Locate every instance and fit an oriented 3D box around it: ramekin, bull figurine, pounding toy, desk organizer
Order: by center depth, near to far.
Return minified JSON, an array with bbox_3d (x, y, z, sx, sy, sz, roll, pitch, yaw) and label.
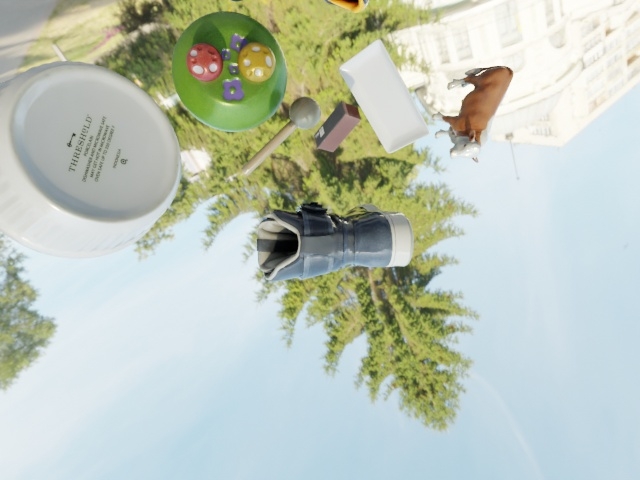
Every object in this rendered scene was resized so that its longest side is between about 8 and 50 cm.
[{"bbox_3d":[-0.322,-0.114,0.602,0.127,0.273,0.273,-11,-149,43],"label":"ramekin"},{"bbox_3d":[-0.118,-0.240,0.659,0.183,0.237,0.110,-39,-165,-3],"label":"pounding toy"},{"bbox_3d":[0.041,-0.281,1.080,0.130,0.050,0.047,-42,-130,45],"label":"desk organizer"},{"bbox_3d":[0.428,-0.362,1.243,0.188,0.101,0.310,27,-96,44],"label":"bull figurine"}]

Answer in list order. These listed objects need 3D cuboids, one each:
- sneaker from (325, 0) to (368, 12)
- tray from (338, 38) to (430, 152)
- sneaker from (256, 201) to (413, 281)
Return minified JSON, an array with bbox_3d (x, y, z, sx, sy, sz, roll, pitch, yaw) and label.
[{"bbox_3d":[-0.001,-0.472,0.760,0.084,0.215,0.083,128,-29,-54],"label":"sneaker"},{"bbox_3d":[0.172,-0.374,1.143,0.145,0.270,0.030,-20,-160,43],"label":"tray"},{"bbox_3d":[0.000,-0.002,0.550,0.163,0.086,0.226,-5,-179,-9],"label":"sneaker"}]
